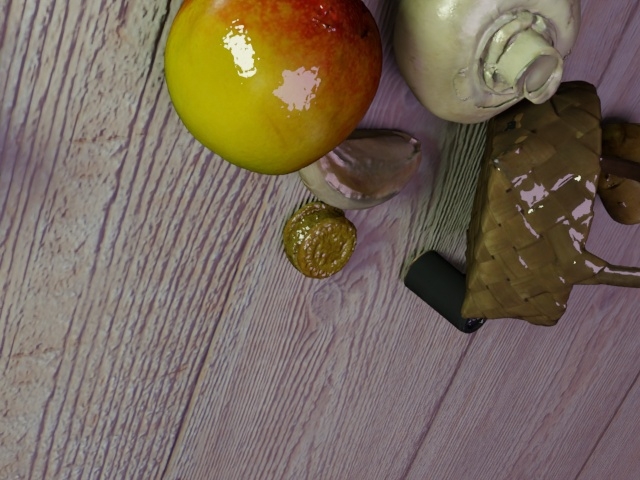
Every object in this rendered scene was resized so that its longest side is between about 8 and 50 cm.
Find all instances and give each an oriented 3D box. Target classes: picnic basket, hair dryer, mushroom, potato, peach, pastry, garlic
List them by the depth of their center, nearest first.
[{"bbox_3d":[-0.050,-0.190,1.084,0.231,0.231,0.231,-18,132,-21],"label":"peach"},{"bbox_3d":[0.208,-0.243,1.217,0.246,0.202,0.246,-21,143,-17],"label":"mushroom"},{"bbox_3d":[0.049,-0.089,1.316,0.196,0.087,0.101,0,111,-30],"label":"garlic"},{"bbox_3d":[0.000,0.000,1.369,0.097,0.057,0.109,-23,134,-19],"label":"pastry"},{"bbox_3d":[0.364,-0.038,1.379,0.337,0.293,0.337,5,127,7],"label":"picnic basket"},{"bbox_3d":[0.473,-0.102,1.553,0.137,0.137,0.176,-43,139,3],"label":"potato"},{"bbox_3d":[0.254,0.071,1.559,0.255,0.128,0.070,-4,126,-44],"label":"hair dryer"}]
